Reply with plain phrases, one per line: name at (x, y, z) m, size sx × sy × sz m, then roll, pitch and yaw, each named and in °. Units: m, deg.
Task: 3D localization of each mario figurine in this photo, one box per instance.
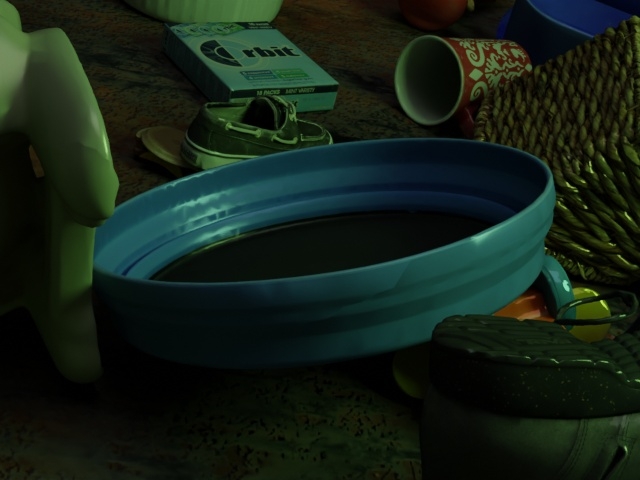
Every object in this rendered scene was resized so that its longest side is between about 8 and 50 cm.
mario figurine at (0.223, -0.440, 1.764) m, size 0.198 × 0.170 × 0.320 m, roll -18°, pitch 10°, yaw 27°

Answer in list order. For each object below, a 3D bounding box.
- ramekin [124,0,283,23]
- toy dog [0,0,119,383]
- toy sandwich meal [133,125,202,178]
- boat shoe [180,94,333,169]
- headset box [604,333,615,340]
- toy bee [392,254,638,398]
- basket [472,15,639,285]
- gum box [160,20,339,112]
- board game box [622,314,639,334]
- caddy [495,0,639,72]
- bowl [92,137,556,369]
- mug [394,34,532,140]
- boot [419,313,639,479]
ramekin at (-0.167, -0.403, 1.583) m, size 0.277 × 0.135 × 0.277 m, roll 11°, pitch 31°, yaw -7°
toy dog at (-0.381, -0.050, 0.766) m, size 0.408 × 0.284 × 0.395 m, roll -12°, pitch 64°, yaw -24°
toy sandwich meal at (-0.161, -0.094, 1.201) m, size 0.085 × 0.029 × 0.085 m, roll 21°, pitch 27°, yaw -11°
boat shoe at (-0.055, -0.119, 1.225) m, size 0.078 × 0.070 × 0.219 m, roll 39°, pitch 29°, yaw 27°
headset box at (0.256, 0.114, 1.046) m, size 0.062 × 0.032 × 0.083 m, roll 24°, pitch 32°, yaw 13°
toy bee at (0.158, 0.102, 0.944) m, size 0.195 × 0.162 × 0.298 m, roll -9°, pitch 14°, yaw 7°
basket at (0.315, -0.075, 1.281) m, size 0.213 × 0.223 × 0.299 m, roll 51°, pitch 30°, yaw -22°
gum box at (-0.092, -0.220, 1.415) m, size 0.157 × 0.041 × 0.184 m, roll -9°, pitch 40°, yaw -34°
board game box at (0.360, 0.078, 0.915) m, size 0.165 × 0.243 × 0.042 m, roll 45°, pitch 40°, yaw 18°
caddy at (0.424, -0.288, 1.624) m, size 0.341 × 0.179 × 0.241 m, roll 27°, pitch 57°, yaw 18°
bowl at (0.000, 0.000, 0.937) m, size 0.391 × 0.077 × 0.391 m, roll -8°, pitch 17°, yaw 3°
mug at (0.196, -0.197, 1.472) m, size 0.113 × 0.150 × 0.169 m, roll -6°, pitch 5°, yaw 45°
boot at (0.213, 0.176, 0.755) m, size 0.338 × 0.223 × 0.118 m, roll 7°, pitch 12°, yaw -4°
